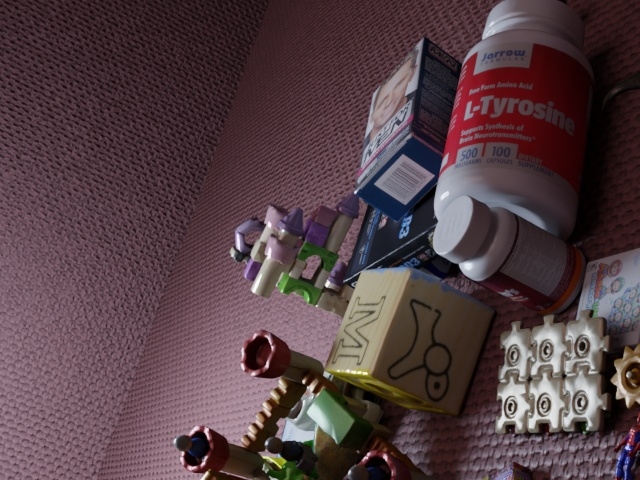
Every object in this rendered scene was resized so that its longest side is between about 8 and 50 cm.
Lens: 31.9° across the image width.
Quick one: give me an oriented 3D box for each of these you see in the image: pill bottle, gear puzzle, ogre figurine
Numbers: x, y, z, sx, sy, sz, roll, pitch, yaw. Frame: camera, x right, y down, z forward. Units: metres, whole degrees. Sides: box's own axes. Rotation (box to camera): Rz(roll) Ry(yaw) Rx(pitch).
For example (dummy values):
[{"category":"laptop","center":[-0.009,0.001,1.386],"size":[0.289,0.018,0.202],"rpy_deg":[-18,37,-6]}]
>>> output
[{"category":"pill bottle","center":[0.290,0.022,1.727],"size":[0.121,0.221,0.121],"rpy_deg":[-49,25,33]},{"category":"gear puzzle","center":[0.367,0.190,1.591],"size":[0.339,0.044,0.175],"rpy_deg":[-20,62,61]},{"category":"pill bottle","center":[0.333,-0.199,1.871],"size":[0.229,0.229,0.407],"rpy_deg":[-32,38,54]},{"category":"ogre figurine","center":[-0.035,0.459,2.105],"size":[0.097,0.118,0.197],"rpy_deg":[29,89,46]}]

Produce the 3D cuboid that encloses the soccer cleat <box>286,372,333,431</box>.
[{"category":"soccer cleat","center":[0.003,0.301,2.212],"size":[0.196,0.076,0.068],"rpy_deg":[-54,23,22]}]

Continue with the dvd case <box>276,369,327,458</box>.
[{"category":"dvd case","center":[-0.003,0.348,2.309],"size":[0.253,0.022,0.180],"rpy_deg":[-32,38,54]}]

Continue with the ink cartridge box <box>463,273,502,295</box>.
[{"category":"ink cartridge box","center":[0.277,0.055,1.938],"size":[0.029,0.063,0.115],"rpy_deg":[-50,25,29]}]

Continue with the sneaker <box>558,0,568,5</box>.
[{"category":"sneaker","center":[0.356,-0.312,2.099],"size":[0.148,0.131,0.350],"rpy_deg":[-89,22,-50]}]

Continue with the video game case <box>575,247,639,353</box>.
[{"category":"video game case","center":[0.425,0.090,1.618],"size":[0.143,0.019,0.157],"rpy_deg":[-24,44,58]}]

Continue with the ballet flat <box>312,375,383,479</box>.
[{"category":"ballet flat","center":[0.076,0.282,2.091],"size":[0.123,0.123,0.348],"rpy_deg":[-26,43,58]}]

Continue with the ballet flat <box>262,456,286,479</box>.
[{"category":"ballet flat","center":[-0.082,0.495,2.246],"size":[0.077,0.077,0.231],"rpy_deg":[-60,22,4]}]

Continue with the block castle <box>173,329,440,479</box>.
[{"category":"block castle","center":[-0.044,0.387,1.902],"size":[0.303,0.213,0.453],"rpy_deg":[-57,44,7]}]

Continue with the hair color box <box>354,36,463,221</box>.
[{"category":"hair color box","center":[0.168,-0.212,2.082],"size":[0.174,0.105,0.347],"rpy_deg":[-46,19,34]}]

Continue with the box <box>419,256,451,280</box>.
[{"category":"box","center":[0.203,0.005,2.138],"size":[0.126,0.072,0.137],"rpy_deg":[-12,48,64]}]

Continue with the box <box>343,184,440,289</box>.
[{"category":"box","center":[0.187,-0.068,2.076],"size":[0.293,0.073,0.295],"rpy_deg":[-34,27,46]}]

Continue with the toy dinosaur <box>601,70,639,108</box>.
[{"category":"toy dinosaur","center":[0.553,-0.265,1.641],"size":[0.313,0.121,0.160],"rpy_deg":[-43,17,52]}]

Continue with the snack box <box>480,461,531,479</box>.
[{"category":"snack box","center":[0.251,0.399,1.642],"size":[0.141,0.037,0.100],"rpy_deg":[-44,30,42]}]

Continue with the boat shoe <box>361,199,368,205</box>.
[{"category":"boat shoe","center":[0.169,-0.140,2.347],"size":[0.324,0.117,0.096],"rpy_deg":[-16,56,67]}]

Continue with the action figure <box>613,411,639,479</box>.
[{"category":"action figure","center":[0.401,0.275,1.454],"size":[0.115,0.030,0.038],"rpy_deg":[-64,16,-7]}]

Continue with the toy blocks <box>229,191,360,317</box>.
[{"category":"toy blocks","center":[0.000,0.000,2.346],"size":[0.260,0.289,0.309],"rpy_deg":[-65,18,8]}]

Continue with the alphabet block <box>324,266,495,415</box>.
[{"category":"alphabet block","center":[0.151,0.172,1.926],"size":[0.193,0.192,0.197],"rpy_deg":[-9,56,67]}]
